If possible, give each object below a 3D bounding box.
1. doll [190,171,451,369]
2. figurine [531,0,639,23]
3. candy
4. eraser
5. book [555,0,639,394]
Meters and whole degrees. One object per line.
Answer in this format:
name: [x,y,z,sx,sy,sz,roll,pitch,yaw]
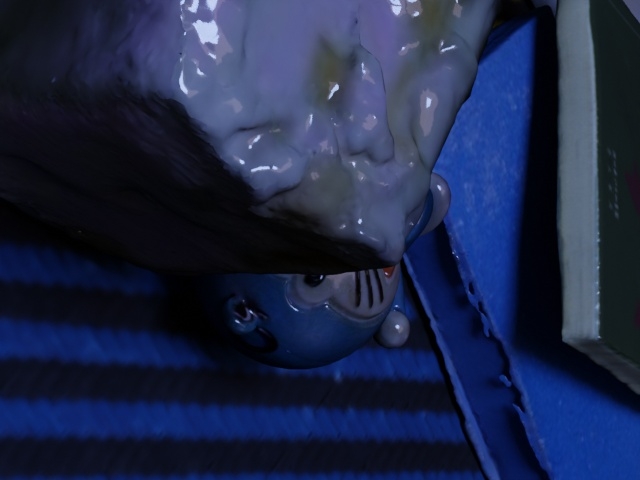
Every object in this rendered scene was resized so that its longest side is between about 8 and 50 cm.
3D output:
doll: [0.000,0.000,0.662,0.114,0.085,0.152,52,39,-1]
figurine: [0.200,-0.184,0.840,0.250,0.141,0.166,26,71,-42]
candy: [-0.034,-0.088,0.558,0.137,0.195,0.185,35,68,-34]
eraser: [0.124,0.049,0.815,0.144,0.043,0.312,-41,116,-41]
book: [0.193,0.001,0.847,0.289,0.026,0.201,30,55,-53]
